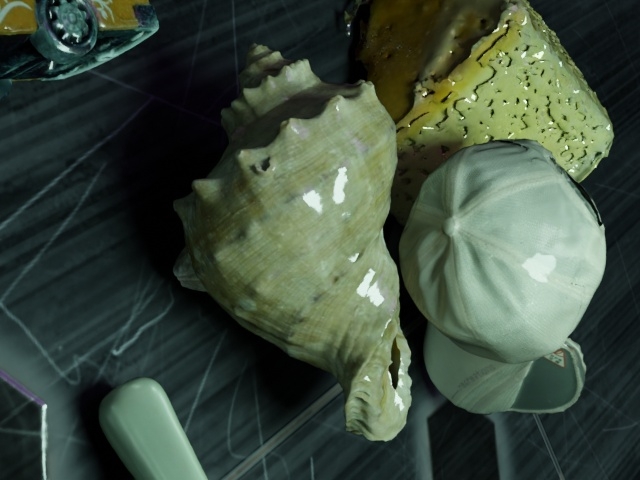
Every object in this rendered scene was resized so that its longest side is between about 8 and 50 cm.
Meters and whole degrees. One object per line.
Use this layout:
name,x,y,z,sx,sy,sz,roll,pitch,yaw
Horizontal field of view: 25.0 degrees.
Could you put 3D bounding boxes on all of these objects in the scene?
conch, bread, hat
conch,-0.010,-0.002,1.187,0.263,0.186,0.324,-29,118,-65
bread,0.116,-0.170,1.478,0.248,0.279,0.315,38,8,-36
hat,0.142,0.037,1.303,0.161,0.275,0.232,-2,53,-18

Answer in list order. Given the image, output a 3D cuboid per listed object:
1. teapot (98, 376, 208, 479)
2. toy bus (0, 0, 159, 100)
teapot,-0.066,0.264,1.026,0.220,0.318,0.149,-55,154,-20
toy bus,-0.260,-0.182,0.986,0.275,0.138,0.167,-11,84,-48
